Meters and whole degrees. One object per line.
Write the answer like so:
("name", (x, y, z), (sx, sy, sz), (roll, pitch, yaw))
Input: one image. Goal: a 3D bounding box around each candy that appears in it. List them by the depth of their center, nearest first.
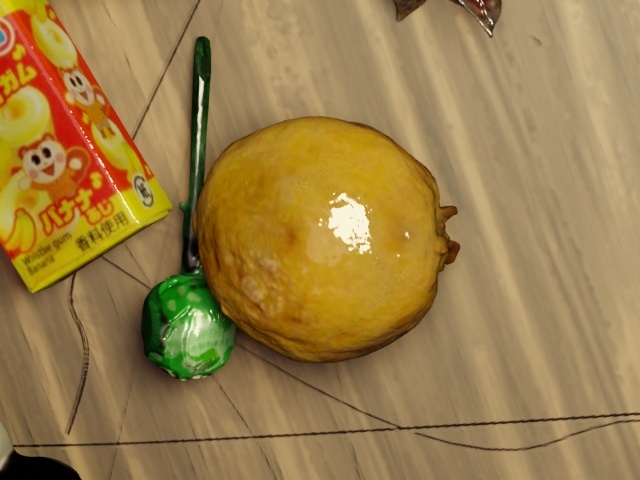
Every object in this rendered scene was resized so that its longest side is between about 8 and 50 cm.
("candy", (-0.116, -0.030, 1.789), (0.097, 0.097, 0.323), (4, 94, 15))
("candy", (-0.277, -0.104, 1.806), (0.146, 0.088, 0.276), (-29, 91, 20))

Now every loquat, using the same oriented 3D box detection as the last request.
("loquat", (0.000, 0.000, 1.695), (0.238, 0.193, 0.238), (1, 94, 13))

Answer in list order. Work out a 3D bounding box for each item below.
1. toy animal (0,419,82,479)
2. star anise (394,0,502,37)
("toy animal", (-0.346, 0.252, 1.852), (0.235, 0.165, 0.187), (35, 125, 4))
("star anise", (0.084, -0.292, 1.652), (0.283, 0.129, 0.212), (14, 101, 14))
